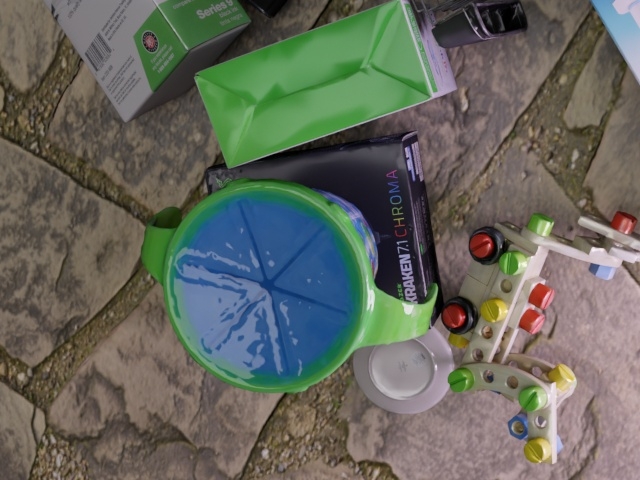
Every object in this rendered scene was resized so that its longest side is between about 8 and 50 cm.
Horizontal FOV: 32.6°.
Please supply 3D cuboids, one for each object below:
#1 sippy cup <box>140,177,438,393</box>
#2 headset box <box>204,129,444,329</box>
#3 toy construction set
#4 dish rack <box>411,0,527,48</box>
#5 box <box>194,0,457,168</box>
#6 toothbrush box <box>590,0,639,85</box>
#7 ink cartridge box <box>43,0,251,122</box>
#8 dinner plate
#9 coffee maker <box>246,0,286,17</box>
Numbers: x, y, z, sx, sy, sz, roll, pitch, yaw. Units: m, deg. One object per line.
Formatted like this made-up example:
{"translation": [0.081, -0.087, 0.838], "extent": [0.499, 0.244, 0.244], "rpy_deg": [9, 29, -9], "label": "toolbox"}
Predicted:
{"translation": [-0.034, 0.034, 1.263], "extent": [0.240, 0.224, 0.305], "rpy_deg": [-40, 88, 18], "label": "sippy cup"}
{"translation": [0.000, 0.000, 1.434], "extent": [0.283, 0.131, 0.246], "rpy_deg": [-7, 98, 15], "label": "headset box"}
{"translation": [0.274, 0.094, 1.375], "extent": [0.215, 0.151, 0.328], "rpy_deg": [32, 99, 32], "label": "toy construction set"}
{"translation": [0.144, -0.357, 1.303], "extent": [0.074, 0.208, 0.272], "rpy_deg": [-22, 93, 26], "label": "dish rack"}
{"translation": [0.014, -0.198, 1.343], "extent": [0.262, 0.231, 0.127], "rpy_deg": [-17, 95, 15], "label": "box"}
{"translation": [0.431, -0.269, 1.222], "extent": [0.216, 0.126, 0.295], "rpy_deg": [-31, 117, 20], "label": "toothbrush box"}
{"translation": [-0.250, -0.331, 1.392], "extent": [0.289, 0.121, 0.211], "rpy_deg": [56, 144, -1], "label": "ink cartridge box"}
{"translation": [0.112, 0.173, 1.499], "extent": [0.141, 0.017, 0.141], "rpy_deg": [2, 100, 12], "label": "dinner plate"}
{"translation": [-0.032, -0.371, 1.382], "extent": [0.171, 0.120, 0.178], "rpy_deg": [45, 107, 2], "label": "coffee maker"}
